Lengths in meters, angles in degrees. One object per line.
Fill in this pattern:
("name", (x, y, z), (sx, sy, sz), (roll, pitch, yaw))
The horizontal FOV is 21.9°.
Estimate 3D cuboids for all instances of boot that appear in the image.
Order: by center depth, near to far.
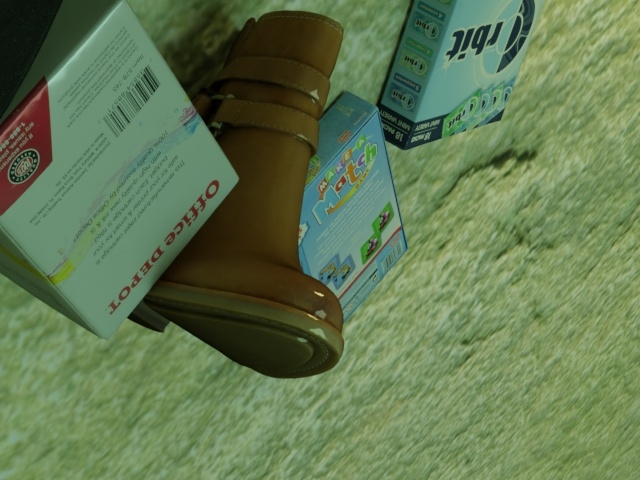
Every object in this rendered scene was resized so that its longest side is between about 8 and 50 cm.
("boot", (-0.031, -0.037, 1.030), (0.109, 0.283, 0.220), (35, 79, -23))

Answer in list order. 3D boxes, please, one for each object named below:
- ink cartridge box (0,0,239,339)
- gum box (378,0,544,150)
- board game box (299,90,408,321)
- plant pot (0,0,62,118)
("ink cartridge box", (-0.153, -0.057, 0.906), (0.128, 0.127, 0.176), (-51, 145, -15))
("gum box", (0.126, -0.176, 1.375), (0.157, 0.041, 0.184), (-21, 135, -51))
("board game box", (0.000, 0.000, 1.353), (0.160, 0.039, 0.211), (-48, 153, -19))
("plant pot", (-0.243, -0.082, 0.705), (0.187, 0.188, 0.167), (-35, 159, -38))
